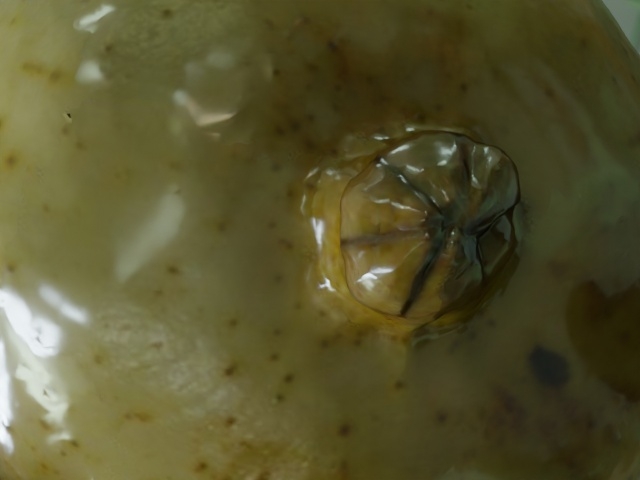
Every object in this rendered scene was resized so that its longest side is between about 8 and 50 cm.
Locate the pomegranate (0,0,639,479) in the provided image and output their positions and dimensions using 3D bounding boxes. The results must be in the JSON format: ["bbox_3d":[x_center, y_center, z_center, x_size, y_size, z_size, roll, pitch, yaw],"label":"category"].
[{"bbox_3d":[0.000,0.000,0.884,0.410,0.410,0.410,-55,-23,-37],"label":"pomegranate"}]
